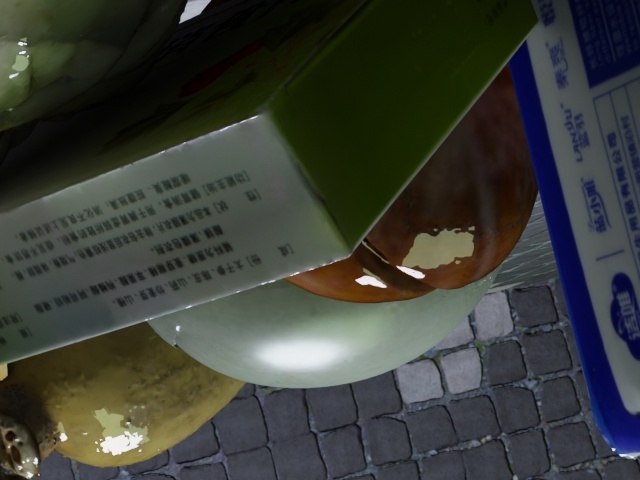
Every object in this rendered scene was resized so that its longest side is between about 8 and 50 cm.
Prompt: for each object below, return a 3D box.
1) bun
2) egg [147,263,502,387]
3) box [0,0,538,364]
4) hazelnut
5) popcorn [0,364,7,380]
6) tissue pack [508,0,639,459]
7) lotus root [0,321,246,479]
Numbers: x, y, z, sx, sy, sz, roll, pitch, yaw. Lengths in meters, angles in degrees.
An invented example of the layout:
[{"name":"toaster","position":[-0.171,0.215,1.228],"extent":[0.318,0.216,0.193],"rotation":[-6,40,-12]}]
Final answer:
[{"name":"bun","position":[-0.134,-0.075,0.663],"extent":[0.164,0.111,0.188],"rotation":[-23,170,34]},{"name":"egg","position":[0.000,0.000,1.226],"extent":[0.253,0.186,0.186],"rotation":[-11,173,-9]},{"name":"box","position":[-0.063,-0.031,0.734],"extent":[0.260,0.062,0.175],"rotation":[-19,-160,38]},{"name":"hazelnut","position":[0.029,-0.061,0.880],"extent":[0.182,0.182,0.182],"rotation":[-14,173,-2]},{"name":"popcorn","position":[-0.214,0.060,1.454],"extent":[0.180,0.170,0.180],"rotation":[-52,-177,3]},{"name":"tissue pack","position":[0.173,-0.065,0.714],"extent":[0.137,0.269,0.209],"rotation":[-10,171,-26]},{"name":"lotus root","position":[-0.116,0.062,1.332],"extent":[0.303,0.146,0.131],"rotation":[-39,-175,-40]}]
